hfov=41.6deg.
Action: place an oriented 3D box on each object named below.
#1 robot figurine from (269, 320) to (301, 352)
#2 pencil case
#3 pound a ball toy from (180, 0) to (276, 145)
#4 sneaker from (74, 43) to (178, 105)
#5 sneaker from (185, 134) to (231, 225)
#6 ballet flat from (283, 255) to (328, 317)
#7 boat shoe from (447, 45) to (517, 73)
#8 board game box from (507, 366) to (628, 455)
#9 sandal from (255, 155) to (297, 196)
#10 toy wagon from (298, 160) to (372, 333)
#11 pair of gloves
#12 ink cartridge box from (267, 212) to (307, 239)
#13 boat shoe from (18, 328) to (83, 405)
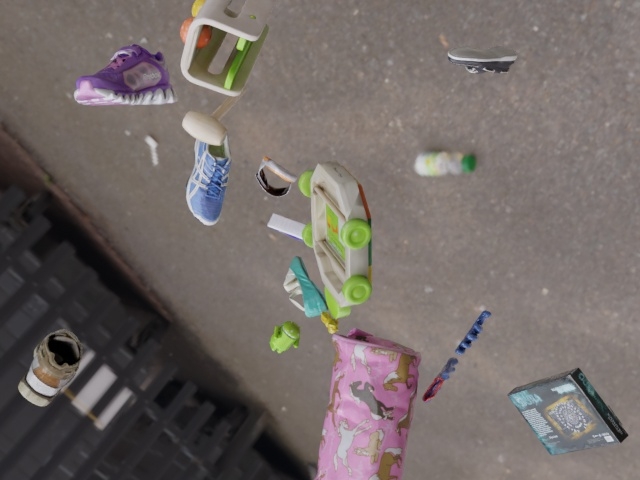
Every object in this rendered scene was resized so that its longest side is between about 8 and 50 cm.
[{"bbox_3d":[-0.109,0.299,2.632,0.101,0.115,0.067,30,-158,-34],"label":"robot figurine"},{"bbox_3d":[0.062,0.343,1.379,0.167,0.386,0.160,10,175,26],"label":"pencil case"},{"bbox_3d":[-0.177,-0.344,1.485,0.136,0.319,0.208,20,131,-5],"label":"pound a ball toy"},{"bbox_3d":[-0.332,-0.282,1.432,0.095,0.236,0.104,5,103,23],"label":"sneaker"},{"bbox_3d":[-0.228,-0.137,1.733,0.080,0.211,0.081,4,171,-26],"label":"sneaker"},{"bbox_3d":[-0.056,0.129,2.367,0.247,0.087,0.083,-124,13,-50],"label":"ballet flat"},{"bbox_3d":[0.243,-0.271,1.277,0.046,0.125,0.038,50,138,38],"label":"boat shoe"},{"bbox_3d":[0.387,0.274,1.335,0.126,0.026,0.186,55,154,5],"label":"board game box"},{"bbox_3d":[-0.117,-0.152,2.083,0.102,0.076,0.265,33,-178,-6],"label":"sandal"},{"bbox_3d":[0.033,0.021,1.658,0.267,0.068,0.344,-127,29,-57],"label":"toy wagon"},{"bbox_3d":[0.234,0.202,1.447,0.023,0.198,0.159,36,-175,11],"label":"pair of gloves"},{"bbox_3d":[0.000,0.000,2.164,0.208,0.045,0.206,23,179,30],"label":"ink cartridge box"},{"bbox_3d":[-0.584,0.263,1.898,0.113,0.103,0.302,37,-171,-16],"label":"boat shoe"}]
